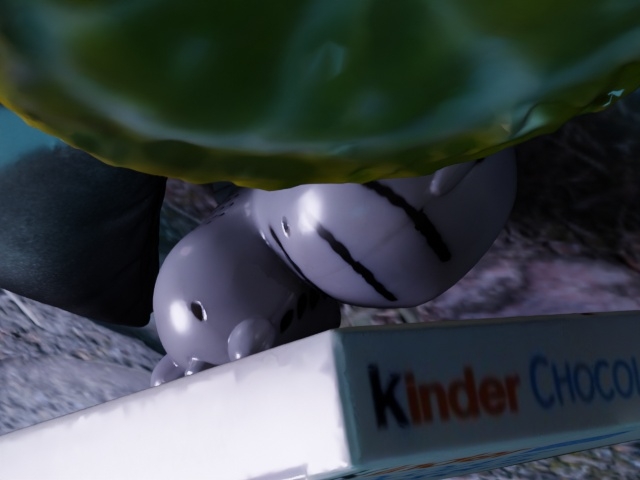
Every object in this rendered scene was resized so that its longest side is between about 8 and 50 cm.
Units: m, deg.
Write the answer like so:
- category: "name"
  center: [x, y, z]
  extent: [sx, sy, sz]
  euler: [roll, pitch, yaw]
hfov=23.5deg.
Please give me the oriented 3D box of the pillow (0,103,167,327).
- category: "pillow"
  center: [-0.169, -0.065, 0.624]
  extent: [0.250, 0.106, 0.186]
  euler: [24, 144, 4]

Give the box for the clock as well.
- category: "clock"
  center: [0.000, 0.000, 0.595]
  extent: [0.080, 0.117, 0.176]
  euler: [39, 142, -19]

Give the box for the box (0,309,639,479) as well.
- category: "box"
  center: [0.022, 0.074, 0.602]
  extent: [0.273, 0.048, 0.265]
  euler: [0, 165, -41]

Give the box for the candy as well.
- category: "candy"
  center: [0.012, -0.113, 0.376]
  extent: [0.260, 0.118, 0.260]
  euler: [-8, 148, -5]
